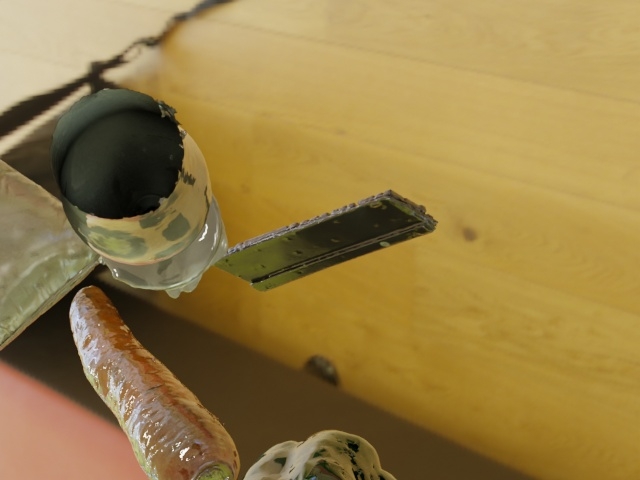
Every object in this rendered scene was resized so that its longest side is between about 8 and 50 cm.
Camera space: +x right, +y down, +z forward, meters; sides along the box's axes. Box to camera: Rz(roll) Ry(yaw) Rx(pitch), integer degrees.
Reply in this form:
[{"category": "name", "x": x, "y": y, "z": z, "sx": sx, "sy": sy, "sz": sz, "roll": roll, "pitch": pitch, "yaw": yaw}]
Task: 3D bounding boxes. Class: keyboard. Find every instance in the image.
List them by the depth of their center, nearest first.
[{"category": "keyboard", "x": 0.000, "y": -0.001, "z": 1.291, "sx": 0.231, "sy": 0.072, "sz": 0.023, "roll": -20, "pitch": 53, "yaw": 41}]

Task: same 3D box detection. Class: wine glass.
[{"category": "wine glass", "x": -0.119, "y": -0.028, "z": 0.938, "sx": 0.222, "sy": 0.103, "sz": 0.103, "roll": 84, "pitch": 162, "yaw": -79}]

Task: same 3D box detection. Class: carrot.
[{"category": "carrot", "x": -0.098, "y": 0.079, "z": 0.761, "sx": 0.191, "sy": 0.047, "sz": 0.047, "roll": 42, "pitch": 129, "yaw": 50}]

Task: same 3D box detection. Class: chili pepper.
[{"category": "chili pepper", "x": -0.003, "y": 0.277, "z": 1.427, "sx": 0.174, "sy": 0.261, "sz": 0.165, "roll": -39, "pitch": 89, "yaw": 9}]

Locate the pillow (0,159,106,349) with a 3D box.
[{"category": "pillow", "x": -0.343, "y": -0.005, "z": 1.324, "sx": 0.302, "sy": 0.185, "sz": 0.075, "roll": 32, "pitch": 157, "yaw": 32}]
